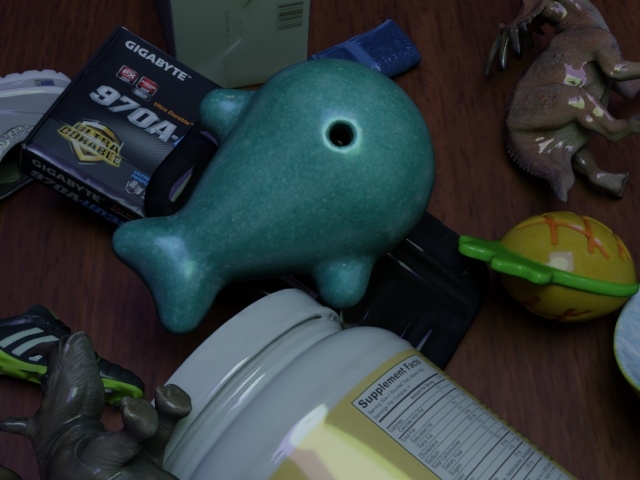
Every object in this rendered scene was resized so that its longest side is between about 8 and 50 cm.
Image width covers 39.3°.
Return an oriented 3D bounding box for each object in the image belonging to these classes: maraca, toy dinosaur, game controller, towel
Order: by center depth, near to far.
[{"bbox_3d":[0.207,0.022,0.810,0.186,0.099,0.127,6,12,-35],"label":"maraca"},{"bbox_3d":[0.000,0.000,0.822,0.319,0.067,0.166,35,74,1],"label":"game controller"},{"bbox_3d":[0.246,-0.159,0.944,0.200,0.127,0.295,17,70,16],"label":"toy dinosaur"},{"bbox_3d":[0.050,-0.202,1.006,0.119,0.029,0.067,-26,63,-19],"label":"towel"}]

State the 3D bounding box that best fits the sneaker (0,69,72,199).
[{"bbox_3d":[-0.354,-0.079,0.853,0.281,0.105,0.115,-23,61,-18],"label":"sneaker"}]

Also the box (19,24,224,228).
[{"bbox_3d":[-0.148,-0.084,0.868,0.220,0.051,0.175,31,58,-5],"label":"box"}]

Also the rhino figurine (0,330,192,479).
[{"bbox_3d":[-0.119,0.138,0.528,0.243,0.073,0.106,40,103,33],"label":"rhino figurine"}]

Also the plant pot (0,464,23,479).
[{"bbox_3d":[-0.189,0.281,0.535,0.229,0.263,0.263,17,58,9],"label":"plant pot"}]

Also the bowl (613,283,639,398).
[{"bbox_3d":[0.411,0.103,0.739,0.289,0.289,0.156,-42,112,-26],"label":"bowl"}]

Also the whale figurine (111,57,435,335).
[{"bbox_3d":[-0.033,-0.038,0.718,0.272,0.141,0.216,-32,84,-12],"label":"whale figurine"}]

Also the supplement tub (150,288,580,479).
[{"bbox_3d":[0.046,0.211,0.613,0.331,0.241,0.241,38,62,19],"label":"supplement tub"}]

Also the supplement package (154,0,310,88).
[{"bbox_3d":[-0.106,-0.303,0.962,0.149,0.194,0.203,-11,59,-12],"label":"supplement package"}]

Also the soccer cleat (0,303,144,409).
[{"bbox_3d":[-0.233,0.096,0.778,0.179,0.060,0.072,13,56,8],"label":"soccer cleat"}]
